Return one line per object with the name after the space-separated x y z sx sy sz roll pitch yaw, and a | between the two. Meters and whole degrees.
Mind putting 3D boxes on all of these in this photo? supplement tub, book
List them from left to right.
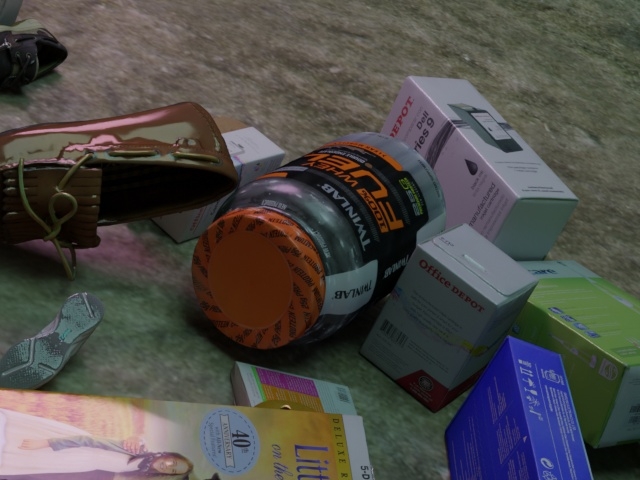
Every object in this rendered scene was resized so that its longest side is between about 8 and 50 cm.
-0.027 0.186 1.696 0.144 0.035 0.096 15 29 -21 | book
0.000 0.000 1.830 0.207 0.207 0.338 36 31 14 | supplement tub

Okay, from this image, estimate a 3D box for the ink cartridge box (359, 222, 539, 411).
0.159 0.092 1.846 0.128 0.176 0.127 39 32 18 | ink cartridge box

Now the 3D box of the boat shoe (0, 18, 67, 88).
-0.409 -0.243 2.005 0.073 0.080 0.223 26 25 8 | boat shoe

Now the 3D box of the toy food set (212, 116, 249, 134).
-0.128 -0.149 2.145 0.083 0.020 0.083 13 33 -24 | toy food set

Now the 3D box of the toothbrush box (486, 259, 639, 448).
0.337 0.136 1.919 0.206 0.122 0.283 -1 27 -41 | toothbrush box

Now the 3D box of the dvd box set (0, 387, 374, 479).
-0.152 0.262 1.349 0.420 0.062 0.308 6 34 -9 | dvd box set

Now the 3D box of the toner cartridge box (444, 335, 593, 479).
0.218 0.275 1.622 0.075 0.165 0.348 19 31 -14 | toner cartridge box

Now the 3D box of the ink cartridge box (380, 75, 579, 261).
0.193 -0.065 2.087 0.121 0.211 0.289 0 39 -37 | ink cartridge box

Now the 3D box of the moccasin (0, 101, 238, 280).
-0.277 -0.049 1.699 0.380 0.139 0.147 -11 51 -28 | moccasin

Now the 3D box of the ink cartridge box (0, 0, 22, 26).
-0.512 -0.376 2.048 0.219 0.160 0.092 32 30 7 | ink cartridge box

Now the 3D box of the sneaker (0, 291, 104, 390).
-0.285 0.119 1.572 0.053 0.061 0.152 40 50 7 | sneaker

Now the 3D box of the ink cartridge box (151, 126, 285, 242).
-0.145 -0.069 1.911 0.067 0.115 0.198 40 33 22 | ink cartridge box

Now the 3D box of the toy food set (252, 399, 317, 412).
-0.052 0.255 1.543 0.128 0.071 0.218 1 30 1 | toy food set
